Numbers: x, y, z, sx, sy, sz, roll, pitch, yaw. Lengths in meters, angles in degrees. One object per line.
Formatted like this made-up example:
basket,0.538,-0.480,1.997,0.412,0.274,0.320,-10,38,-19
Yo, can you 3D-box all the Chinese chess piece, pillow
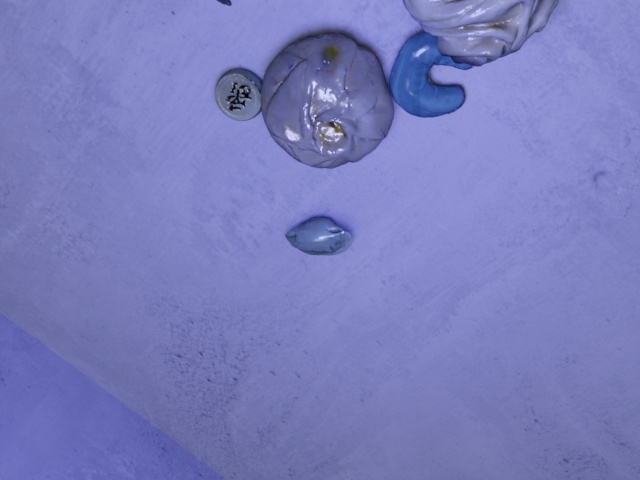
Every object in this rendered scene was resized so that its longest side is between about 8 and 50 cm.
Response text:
Chinese chess piece,-0.223,-0.404,1.756,0.143,0.058,0.144,5,120,8
pillow,0.289,-0.425,1.627,0.213,0.086,0.234,11,123,-1

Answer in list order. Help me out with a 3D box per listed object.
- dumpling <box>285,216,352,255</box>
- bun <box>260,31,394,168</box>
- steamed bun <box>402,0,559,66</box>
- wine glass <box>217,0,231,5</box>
dumpling,-0.001,-0.015,1.925,0.219,0.152,0.108,2,82,24
bun,0.008,-0.350,1.649,0.364,0.219,0.366,4,117,7
steamed bun,0.349,-0.512,1.417,0.393,0.347,0.238,8,120,-18
wine glass,-0.187,-0.711,1.565,0.074,0.074,0.262,34,119,-9
